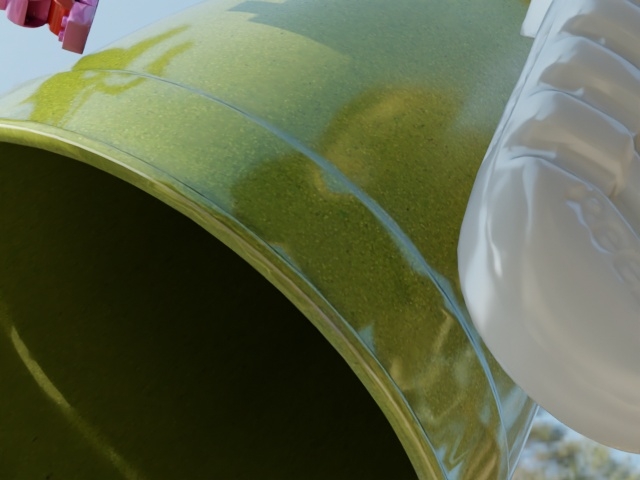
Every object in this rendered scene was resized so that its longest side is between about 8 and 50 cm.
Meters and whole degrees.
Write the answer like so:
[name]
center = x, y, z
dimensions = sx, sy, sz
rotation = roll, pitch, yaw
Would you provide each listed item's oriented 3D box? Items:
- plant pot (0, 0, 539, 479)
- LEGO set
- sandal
[plant pot]
center = 0.000, 0.000, 0.816
dimensions = 0.367, 0.353, 0.366
rotation = 23, -43, 23
[LEGO set]
center = -0.149, -0.213, 0.789
dimensions = 0.093, 0.227, 0.087
rotation = 15, -49, -10
[sandal]
center = 0.149, -0.066, 0.579
dimensions = 0.169, 0.416, 0.102
rotation = 45, -45, 0
